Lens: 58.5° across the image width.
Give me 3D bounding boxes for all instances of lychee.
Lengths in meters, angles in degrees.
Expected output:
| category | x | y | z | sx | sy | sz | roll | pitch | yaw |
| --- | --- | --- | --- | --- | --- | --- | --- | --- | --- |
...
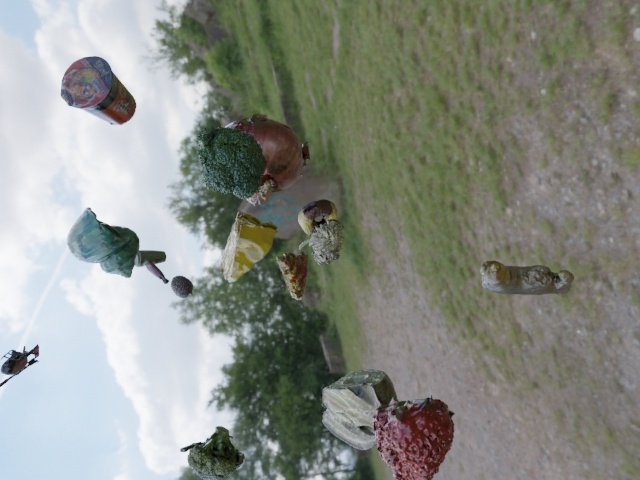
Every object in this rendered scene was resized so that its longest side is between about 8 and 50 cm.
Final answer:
| category | x | y | z | sx | sy | sz | roll | pitch | yaw |
| --- | --- | --- | --- | --- | --- | --- | --- | --- | --- |
| lychee | -0.421 | 0.141 | 1.748 | 0.068 | 0.083 | 0.067 | -38 | -23 | -49 |

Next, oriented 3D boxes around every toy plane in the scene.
| category | x | y | z | sx | sy | sz | roll | pitch | yaw |
| --- | --- | --- | --- | --- | --- | --- | --- | --- | --- |
| toy plane | -0.667 | 0.269 | 1.270 | 0.145 | 0.037 | 0.060 | -70 | -10 | -72 |

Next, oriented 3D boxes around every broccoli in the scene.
| category | x | y | z | sx | sy | sz | roll | pitch | yaw |
| --- | --- | --- | --- | --- | --- | --- | --- | --- | --- |
| broccoli | -0.220 | -0.186 | 1.379 | 0.195 | 0.156 | 0.195 | 18 | -113 | -50 |
| broccoli | -0.248 | 0.500 | 1.341 | 0.130 | 0.131 | 0.120 | 26 | -98 | -57 |

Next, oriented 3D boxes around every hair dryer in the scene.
| category | x | y | z | sx | sy | sz | roll | pitch | yaw |
| --- | --- | --- | --- | --- | --- | --- | --- | --- | --- |
| hair dryer | -0.521 | 0.088 | 1.807 | 0.154 | 0.106 | 0.054 | 48 | 123 | 35 |

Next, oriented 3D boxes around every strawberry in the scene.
| category | x | y | z | sx | sy | sz | roll | pitch | yaw |
| --- | --- | --- | --- | --- | --- | --- | --- | --- | --- |
| strawberry | 0.211 | 0.449 | 1.285 | 0.184 | 0.187 | 0.201 | 64 | -158 | -71 |

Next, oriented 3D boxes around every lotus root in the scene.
| category | x | y | z | sx | sy | sz | roll | pitch | yaw |
| --- | --- | --- | --- | --- | --- | --- | --- | --- | --- |
| lotus root | 0.128 | 0.475 | 1.648 | 0.314 | 0.142 | 0.210 | -1 | 97 | 58 |

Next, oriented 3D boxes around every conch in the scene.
| category | x | y | z | sx | sy | sz | roll | pitch | yaw |
| --- | --- | --- | --- | --- | --- | --- | --- | --- | --- |
| conch | -0.552 | 0.014 | 1.470 | 0.202 | 0.134 | 0.196 | 36 | 175 | -35 |

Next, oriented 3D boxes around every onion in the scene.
| category | x | y | z | sx | sy | sz | roll | pitch | yaw |
| --- | --- | --- | --- | --- | --- | --- | --- | --- | --- |
| onion | -0.213 | -0.310 | 2.095 | 0.353 | 0.354 | 0.353 | 167 | 90 | -88 |

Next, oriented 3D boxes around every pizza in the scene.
| category | x | y | z | sx | sy | sz | roll | pitch | yaw |
| --- | --- | --- | --- | --- | --- | --- | --- | --- | --- |
| pizza | -0.091 | 0.100 | 2.011 | 0.199 | 0.062 | 0.188 | 45 | -137 | -53 |

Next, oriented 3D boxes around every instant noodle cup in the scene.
| category | x | y | z | sx | sy | sz | roll | pitch | yaw |
| --- | --- | --- | --- | --- | --- | --- | --- | --- | --- |
| instant noodle cup | -0.483 | -0.322 | 1.275 | 0.135 | 0.127 | 0.127 | 47 | -151 | -72 |

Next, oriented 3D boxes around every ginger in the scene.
| category | x | y | z | sx | sy | sz | roll | pitch | yaw |
| --- | --- | --- | --- | --- | --- | --- | --- | --- | --- |
| ginger | 0.556 | 0.108 | 1.518 | 0.166 | 0.333 | 0.080 | 141 | 137 | -68 |

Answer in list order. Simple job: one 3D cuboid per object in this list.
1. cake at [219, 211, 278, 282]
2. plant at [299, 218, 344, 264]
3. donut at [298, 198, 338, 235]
| category | x | y | z | sx | sy | sz | roll | pitch | yaw |
| --- | --- | --- | --- | --- | --- | --- | --- | --- | --- |
| cake | -0.188 | 0.017 | 1.290 | 0.116 | 0.185 | 0.079 | 34 | -145 | -45 |
| plant | 0.000 | 0.000 | 1.421 | 0.104 | 0.122 | 0.116 | -34 | -53 | -54 |
| donut | -0.003 | -0.072 | 1.950 | 0.059 | 0.141 | 0.140 | -109 | 7 | -56 |
